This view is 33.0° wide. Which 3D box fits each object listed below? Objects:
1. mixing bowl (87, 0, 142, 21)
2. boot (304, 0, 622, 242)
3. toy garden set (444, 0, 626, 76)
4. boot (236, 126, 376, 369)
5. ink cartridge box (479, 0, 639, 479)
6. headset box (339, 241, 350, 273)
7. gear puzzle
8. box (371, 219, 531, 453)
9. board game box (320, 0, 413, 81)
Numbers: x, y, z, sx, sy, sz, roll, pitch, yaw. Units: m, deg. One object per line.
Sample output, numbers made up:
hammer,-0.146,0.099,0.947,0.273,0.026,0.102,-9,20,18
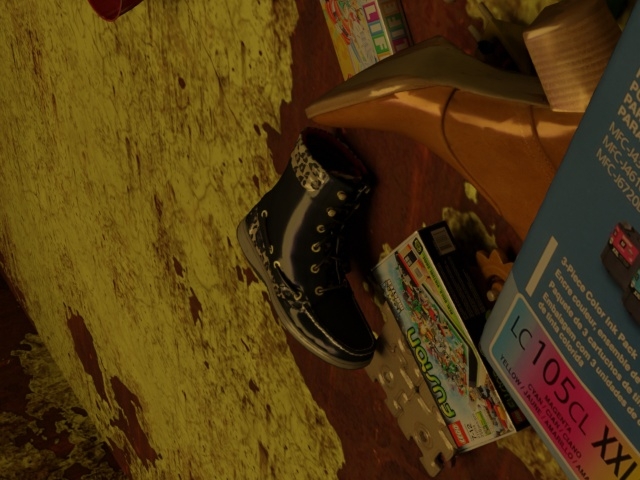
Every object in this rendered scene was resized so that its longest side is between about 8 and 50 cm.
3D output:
mixing bowl,-0.260,-0.390,1.423,0.181,0.098,0.181,42,145,40
boot,0.135,-0.055,0.834,0.295,0.104,0.211,-9,116,44
toy garden set,0.130,-0.235,0.844,0.244,0.049,0.203,56,152,24
boot,0.008,0.009,1.197,0.236,0.085,0.178,53,133,25
ink cartridge box,0.259,-0.055,0.479,0.151,0.270,0.395,56,152,27
headset box,0.000,0.000,1.307,0.062,0.032,0.083,18,125,57
gear puzzle,0.140,0.106,1.119,0.175,0.044,0.339,58,150,23
box,0.128,0.096,1.043,0.207,0.036,0.114,64,152,11
board game box,0.048,-0.202,1.058,0.103,0.026,0.154,0,110,62
